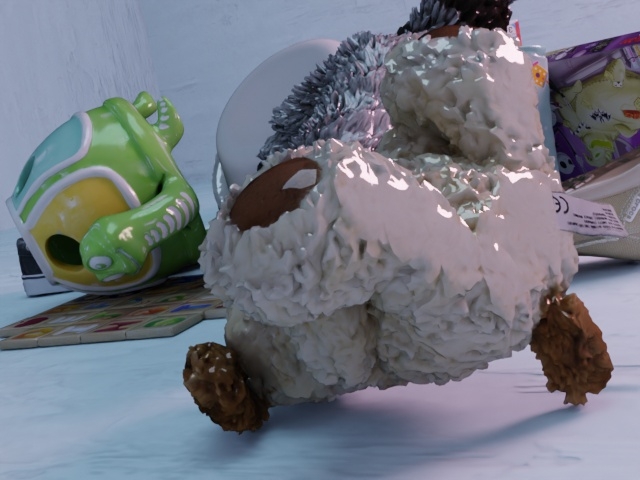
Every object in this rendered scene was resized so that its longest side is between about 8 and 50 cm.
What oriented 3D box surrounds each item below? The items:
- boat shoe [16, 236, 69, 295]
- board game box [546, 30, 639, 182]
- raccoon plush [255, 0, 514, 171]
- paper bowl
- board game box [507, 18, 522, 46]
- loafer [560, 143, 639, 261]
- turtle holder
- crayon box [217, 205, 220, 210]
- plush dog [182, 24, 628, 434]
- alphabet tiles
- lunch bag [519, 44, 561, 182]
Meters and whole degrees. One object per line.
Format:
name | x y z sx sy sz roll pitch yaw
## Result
boat shoe | -0.300 0.005 1.310 0.306 0.105 0.113 -9 8 12
board game box | 0.375 -0.147 1.097 0.056 0.208 0.346 -40 19 -21
raccoon plush | 0.061 -0.127 0.784 0.216 0.447 0.299 16 7 -2
paper bowl | -0.011 -0.126 1.062 0.284 0.148 0.284 -23 45 25
board game box | 0.288 -0.229 1.551 0.142 0.276 0.144 -10 8 4
loafer | 0.254 -0.018 0.788 0.268 0.092 0.102 -26 3 13
turtle holder | -0.251 -0.028 1.106 0.227 0.243 0.320 -28 52 -14
crayon box | -0.123 -0.134 1.997 0.202 0.081 0.318 -13 16 2
plush dog | 0.032 0.024 0.538 0.225 0.211 0.262 -25 16 48
alphabet tiles | -0.189 0.072 1.024 0.342 0.011 0.285 -7 9 25
lunch bag | 0.178 -0.130 1.183 0.160 0.224 0.262 -9 5 -30
